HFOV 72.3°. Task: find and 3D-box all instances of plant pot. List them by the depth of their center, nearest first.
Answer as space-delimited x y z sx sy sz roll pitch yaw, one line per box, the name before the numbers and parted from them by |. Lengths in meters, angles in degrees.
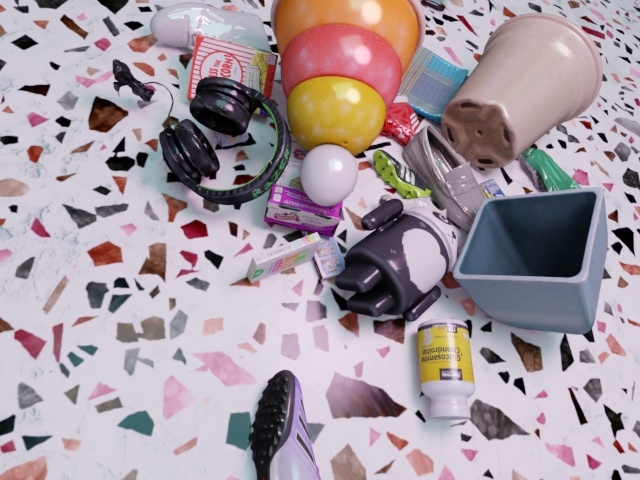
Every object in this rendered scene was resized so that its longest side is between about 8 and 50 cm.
plant pot | 0.477 0.070 0.950 0.252 0.247 0.247 53 53 -31
plant pot | 0.502 -0.366 1.169 0.334 0.334 0.305 43 71 7

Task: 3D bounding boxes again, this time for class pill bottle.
pill bottle | 0.251 0.256 0.875 0.103 0.103 0.184 9 61 -13

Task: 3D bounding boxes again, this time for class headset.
headset | -0.249 -0.240 0.897 0.394 0.185 0.243 33 84 19

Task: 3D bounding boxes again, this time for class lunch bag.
lunch bag | -0.214 -0.264 1.028 0.071 0.053 0.083 -20 80 -23

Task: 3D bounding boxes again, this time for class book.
book | -0.076 0.033 0.892 0.144 0.096 0.035 -22 72 -25

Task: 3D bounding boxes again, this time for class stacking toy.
stacking toy | 0.031 -0.295 0.943 0.351 0.350 0.478 12 73 -11

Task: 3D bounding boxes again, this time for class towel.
towel | 0.250 -0.512 1.303 0.371 0.040 0.271 30 59 0

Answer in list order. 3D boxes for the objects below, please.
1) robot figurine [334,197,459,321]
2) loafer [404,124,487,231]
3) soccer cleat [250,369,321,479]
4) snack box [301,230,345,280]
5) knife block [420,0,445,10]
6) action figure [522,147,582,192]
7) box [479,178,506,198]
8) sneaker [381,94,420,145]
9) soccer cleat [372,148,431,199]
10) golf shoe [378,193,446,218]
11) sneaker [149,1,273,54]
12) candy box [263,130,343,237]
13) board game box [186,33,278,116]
robot figurine | 0.166 0.044 0.914 0.278 0.209 0.174 -34 56 -28
loafer | 0.336 -0.150 1.101 0.112 0.111 0.319 -32 77 -28
soccer cleat | -0.048 0.383 0.733 0.117 0.109 0.317 19 56 -31
snack box | 0.000 0.000 0.975 0.064 0.022 0.178 -12 68 -24
knife block | 0.314 -0.860 1.469 0.276 0.088 0.242 -26 73 -27
action figure | 0.647 -0.181 1.240 0.137 0.063 0.232 -29 79 -25
box | 0.460 -0.072 1.130 0.054 0.059 0.168 -20 71 -24
sneaker | 0.175 -0.307 1.149 0.221 0.087 0.128 -23 71 -24
soccer cleat | 0.203 -0.163 1.105 0.179 0.060 0.072 47 51 2
golf shoe | 0.223 -0.077 1.050 0.176 0.069 0.085 29 73 -12
sneaker | -0.261 -0.495 1.098 0.293 0.108 0.169 -11 65 -23
candy box | -0.028 -0.133 0.987 0.160 0.071 0.233 13 52 -8
board game box | -0.210 -0.391 1.053 0.194 0.045 0.146 9 100 -11
